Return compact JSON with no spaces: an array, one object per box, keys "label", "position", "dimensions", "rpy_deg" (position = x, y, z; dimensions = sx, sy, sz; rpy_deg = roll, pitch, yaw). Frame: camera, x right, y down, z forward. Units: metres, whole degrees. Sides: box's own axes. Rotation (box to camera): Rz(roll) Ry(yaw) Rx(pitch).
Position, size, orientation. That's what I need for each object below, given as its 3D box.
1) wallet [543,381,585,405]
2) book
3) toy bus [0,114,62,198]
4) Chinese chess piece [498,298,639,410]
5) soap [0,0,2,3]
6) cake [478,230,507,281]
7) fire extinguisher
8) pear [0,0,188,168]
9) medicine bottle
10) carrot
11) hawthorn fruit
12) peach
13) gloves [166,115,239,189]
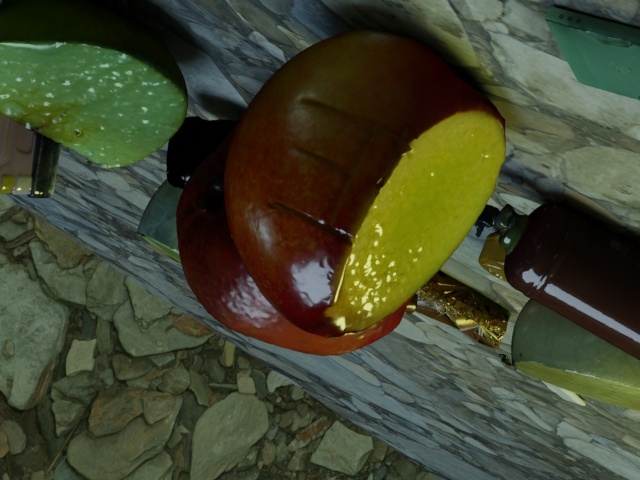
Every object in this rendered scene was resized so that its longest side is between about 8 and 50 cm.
[{"label":"wallet","position":[0.355,0.220,2.754],"dimensions":[0.044,0.011,0.083],"rpy_deg":[18,165,44]},{"label":"book","position":[0.247,-0.134,1.442],"dimensions":[0.135,0.017,0.103],"rpy_deg":[20,164,33]},{"label":"toy bus","position":[-0.526,-0.196,2.324],"dimensions":[0.249,0.209,0.440],"rpy_deg":[1,-167,-44]},{"label":"Chinese chess piece","position":[0.326,0.127,2.118],"dimensions":[0.237,0.092,0.238],"rpy_deg":[16,172,2]},{"label":"soap","position":[-0.442,-0.325,2.060],"dimensions":[0.150,0.094,0.261],"rpy_deg":[36,167,-33]},{"label":"cake","position":[0.221,0.021,2.118],"dimensions":[0.084,0.044,0.084],"rpy_deg":[26,169,5]},{"label":"fire extinguisher","position":[0.274,0.039,1.925],"dimensions":[0.344,0.102,0.138],"rpy_deg":[29,170,-3]},{"label":"pear","position":[-0.260,-0.206,2.067],"dimensions":[0.288,0.139,0.239],"rpy_deg":[28,156,-37]},{"label":"medicine bottle","position":[-0.155,-0.035,2.518],"dimensions":[0.147,0.143,0.147],"rpy_deg":[30,173,4]},{"label":"carrot","position":[0.149,0.069,2.473],"dimensions":[0.228,0.069,0.069],"rpy_deg":[29,169,-5]},{"label":"hawthorn fruit","position":[0.000,0.000,2.032],"dimensions":[0.307,0.265,0.265],"rpy_deg":[26,172,-35]},{"label":"peach","position":[0.025,-0.048,1.713],"dimensions":[0.245,0.275,0.248],"rpy_deg":[10,153,49]},{"label":"gloves","position":[-0.081,-0.081,2.224],"dimensions":[0.203,0.124,0.164],"rpy_deg":[7,-172,3]}]
